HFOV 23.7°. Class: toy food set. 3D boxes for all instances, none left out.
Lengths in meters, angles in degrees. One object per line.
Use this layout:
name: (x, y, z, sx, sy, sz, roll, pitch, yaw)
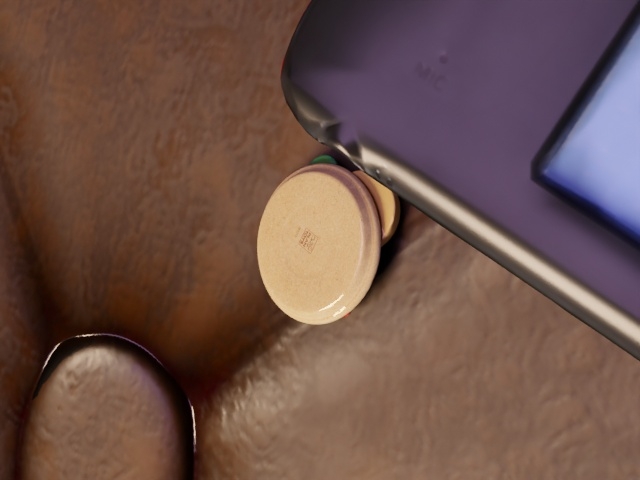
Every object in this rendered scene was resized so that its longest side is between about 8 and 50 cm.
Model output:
toy food set: (0.000, 0.000, 0.759, 0.082, 0.020, 0.083, 19, 99, 40)

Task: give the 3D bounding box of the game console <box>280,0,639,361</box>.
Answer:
game console: (0.214, -0.090, 0.465, 0.386, 0.060, 0.342, 36, 95, 22)
